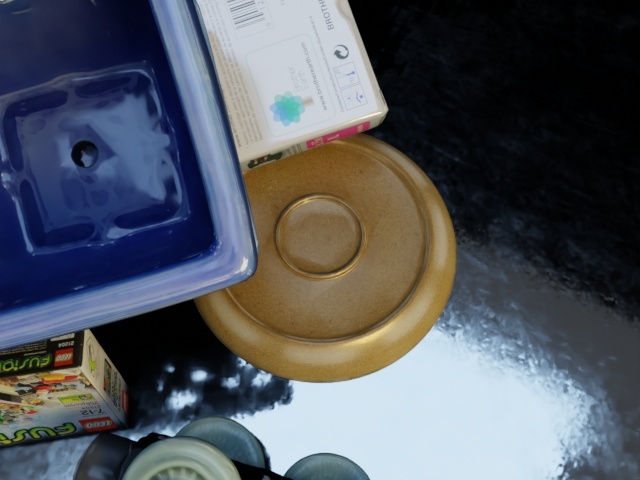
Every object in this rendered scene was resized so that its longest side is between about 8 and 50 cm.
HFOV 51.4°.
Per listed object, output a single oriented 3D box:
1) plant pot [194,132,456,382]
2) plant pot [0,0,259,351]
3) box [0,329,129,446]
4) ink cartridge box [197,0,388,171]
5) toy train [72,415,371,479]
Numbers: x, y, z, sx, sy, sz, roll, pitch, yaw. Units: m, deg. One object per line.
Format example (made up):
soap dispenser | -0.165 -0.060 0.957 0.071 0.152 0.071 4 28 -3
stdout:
plant pot | 0.000 0.000 0.568 0.236 0.032 0.236 0 69 1
plant pot | -0.167 -0.062 0.414 0.236 0.212 0.236 -15 89 1
box | -0.255 0.114 0.480 0.207 0.114 0.036 -8 54 -2
ink cartridge box | -0.123 -0.136 0.549 0.311 0.065 0.185 -19 88 -1
toy train | -0.017 0.241 0.431 0.334 0.142 0.190 18 84 4
